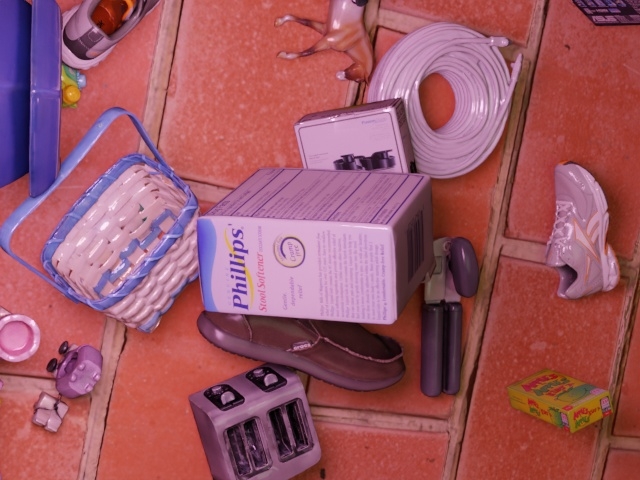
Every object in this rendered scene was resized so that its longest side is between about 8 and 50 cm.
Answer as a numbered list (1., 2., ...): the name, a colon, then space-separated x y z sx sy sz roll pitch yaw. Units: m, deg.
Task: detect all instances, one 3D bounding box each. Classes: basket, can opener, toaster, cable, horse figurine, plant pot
1. basket: -0.298 -0.017 1.734 0.255 0.201 0.289 -48 144 -13
2. can opener: 0.220 0.133 2.084 0.076 0.095 0.283 -3 98 -25
3. toaster: -0.104 0.307 1.942 0.168 0.110 0.186 -20 106 -21
4. cable: 0.198 -0.233 2.025 0.257 0.089 0.257 11 95 -27
5. horse figurine: 0.018 -0.382 1.930 0.174 0.066 0.263 2 99 -19
6. plant pot: -0.441 -0.197 1.572 0.212 0.236 0.236 1 141 -13

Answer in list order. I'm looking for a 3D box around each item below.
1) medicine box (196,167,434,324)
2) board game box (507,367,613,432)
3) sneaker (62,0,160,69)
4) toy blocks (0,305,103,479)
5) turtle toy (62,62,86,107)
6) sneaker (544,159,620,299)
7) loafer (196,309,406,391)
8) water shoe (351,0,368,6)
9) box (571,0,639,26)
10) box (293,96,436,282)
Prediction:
1. medicine box: 0.000 0.000 1.792 0.289 0.263 0.149 3 109 17
2. board game box: 0.422 0.281 2.155 0.092 0.181 0.043 -22 106 -22
3. sneaker: -0.275 -0.354 1.744 0.100 0.108 0.271 44 55 -23
4. toy blocks: -0.468 0.223 1.669 0.309 0.260 0.289 36 80 -25
5. turtle toy: -0.386 -0.245 1.744 0.130 0.095 0.066 55 52 -22
6. sneaker: 0.451 -0.012 2.179 0.121 0.099 0.262 -23 106 -17
7. loafer: -0.009 0.142 1.938 0.366 0.134 0.130 16 104 -27
8. water shoe: -0.012 -0.408 1.847 0.203 0.073 0.080 12 104 -13
9. box: 0.490 -0.474 1.963 0.318 0.395 0.097 35 83 -25
10. box: 0.075 -0.070 1.942 0.169 0.087 0.290 -10 105 17
